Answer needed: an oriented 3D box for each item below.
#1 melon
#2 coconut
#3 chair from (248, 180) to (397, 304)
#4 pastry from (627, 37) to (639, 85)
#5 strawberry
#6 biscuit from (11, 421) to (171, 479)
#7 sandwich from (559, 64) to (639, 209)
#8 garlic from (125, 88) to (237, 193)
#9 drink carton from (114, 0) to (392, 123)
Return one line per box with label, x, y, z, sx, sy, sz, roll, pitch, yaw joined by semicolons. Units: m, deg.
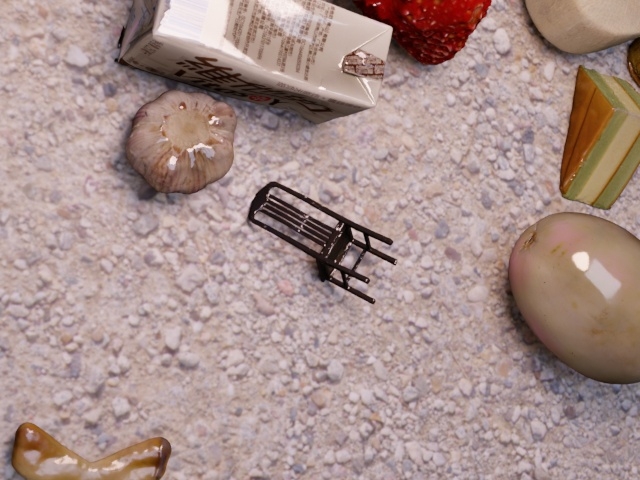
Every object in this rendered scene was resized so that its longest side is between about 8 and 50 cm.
melon;0.431;0.092;1.571;0.317;0.223;0.223;38;74;-20
coconut;0.453;-0.422;1.586;0.245;0.247;0.244;1;86;-22
chair;0.000;0.000;1.479;0.213;0.101;0.084;27;74;18
pastry;0.575;-0.308;1.740;0.097;0.057;0.109;17;84;-27
strawberry;0.153;-0.402;1.451;0.258;0.261;0.261;24;78;-42
biscuit;-0.310;0.332;1.341;0.208;0.047;0.164;11;83;-23
sandwich;0.464;-0.172;1.709;0.117;0.144;0.187;14;119;-22
garlic;-0.190;-0.131;1.382;0.147;0.102;0.159;35;63;-4
drink carton;-0.095;-0.266;1.375;0.325;0.194;0.132;14;84;-22
